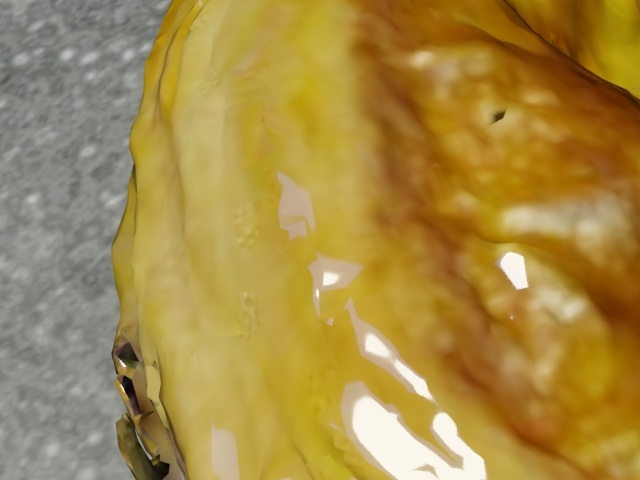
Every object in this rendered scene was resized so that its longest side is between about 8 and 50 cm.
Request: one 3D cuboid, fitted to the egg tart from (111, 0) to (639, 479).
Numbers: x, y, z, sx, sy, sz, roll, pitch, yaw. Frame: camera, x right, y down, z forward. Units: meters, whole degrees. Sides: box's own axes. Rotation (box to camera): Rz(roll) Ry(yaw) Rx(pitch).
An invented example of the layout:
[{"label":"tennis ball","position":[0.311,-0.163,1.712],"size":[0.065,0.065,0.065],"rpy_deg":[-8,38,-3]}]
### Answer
[{"label":"egg tart","position":[0.159,0.041,0.452],"size":[0.443,0.178,0.443],"rpy_deg":[7,47,-8]}]
